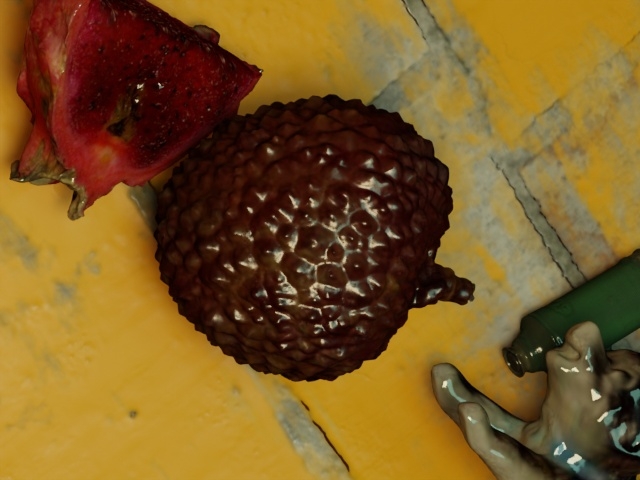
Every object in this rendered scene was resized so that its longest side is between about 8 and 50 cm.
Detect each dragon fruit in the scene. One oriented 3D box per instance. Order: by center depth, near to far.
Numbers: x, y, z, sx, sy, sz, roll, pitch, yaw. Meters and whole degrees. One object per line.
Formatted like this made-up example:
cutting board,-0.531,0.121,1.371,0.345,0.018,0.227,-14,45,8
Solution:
dragon fruit,-0.206,-0.130,1.724,0.262,0.134,0.211,25,94,-57

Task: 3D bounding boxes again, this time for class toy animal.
toy animal,0.286,0.234,1.876,0.303,0.194,0.344,-15,108,-9

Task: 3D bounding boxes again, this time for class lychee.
lychee,0.000,0.000,1.746,0.300,0.264,0.264,17,82,-4

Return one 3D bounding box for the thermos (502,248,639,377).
thermos,0.266,0.083,1.969,0.188,0.083,0.073,-28,58,-20
